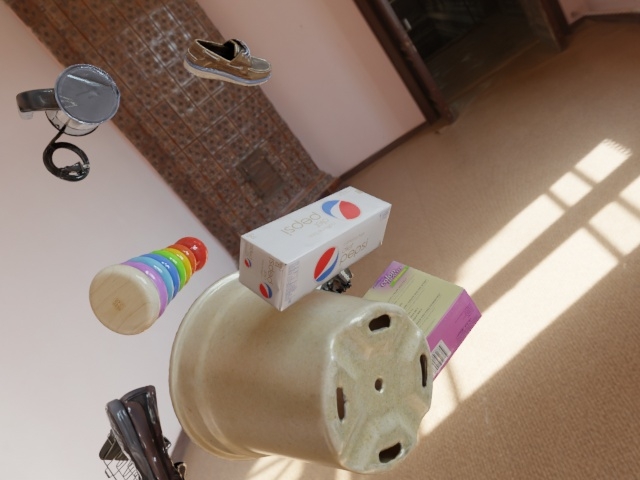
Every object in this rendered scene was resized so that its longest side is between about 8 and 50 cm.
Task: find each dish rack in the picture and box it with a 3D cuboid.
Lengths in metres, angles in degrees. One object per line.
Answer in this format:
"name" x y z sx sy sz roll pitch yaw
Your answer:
"dish rack" -0.382 0.564 1.074 0.271 0.208 0.074 33 81 32

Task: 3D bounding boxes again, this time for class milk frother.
"milk frother" -0.367 -0.171 0.694 0.129 0.143 0.134 -36 23 -28

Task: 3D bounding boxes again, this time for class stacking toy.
"stacking toy" -0.344 0.073 1.002 0.141 0.141 0.330 -32 8 17

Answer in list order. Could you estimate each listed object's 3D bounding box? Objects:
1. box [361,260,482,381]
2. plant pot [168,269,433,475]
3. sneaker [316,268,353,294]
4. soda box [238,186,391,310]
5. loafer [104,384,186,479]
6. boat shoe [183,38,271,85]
"box" 0.218 0.191 1.117 0.213 0.117 0.243 -49 34 -13
"plant pot" -0.014 0.202 0.711 0.305 0.334 0.334 -7 36 48
"sneaker" 0.004 0.112 1.087 0.135 0.098 0.276 -9 47 29
"soda box" 0.000 0.000 0.584 0.074 0.069 0.216 29 37 28
"loafer" -0.291 0.415 0.852 0.095 0.303 0.109 -26 -2 -38
"boat shoe" -0.166 -0.346 0.883 0.183 0.066 0.066 -13 -27 -39
